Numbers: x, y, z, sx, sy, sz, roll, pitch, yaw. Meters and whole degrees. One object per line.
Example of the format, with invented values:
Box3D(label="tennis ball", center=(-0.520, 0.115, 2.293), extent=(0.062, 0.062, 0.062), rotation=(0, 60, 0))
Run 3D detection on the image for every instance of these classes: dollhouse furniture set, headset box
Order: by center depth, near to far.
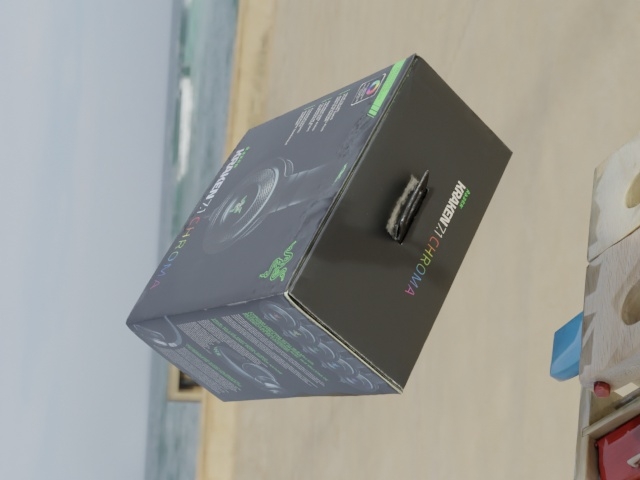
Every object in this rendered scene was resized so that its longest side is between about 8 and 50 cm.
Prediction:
Box3D(label="dollhouse furniture set", center=(0.146, 0.059, 0.431), extent=(0.184, 0.129, 0.129), rotation=(-49, 15, 44))
Box3D(label="headset box", center=(0.000, 0.000, 0.858), extent=(0.283, 0.131, 0.246), rotation=(-13, 41, 54))
